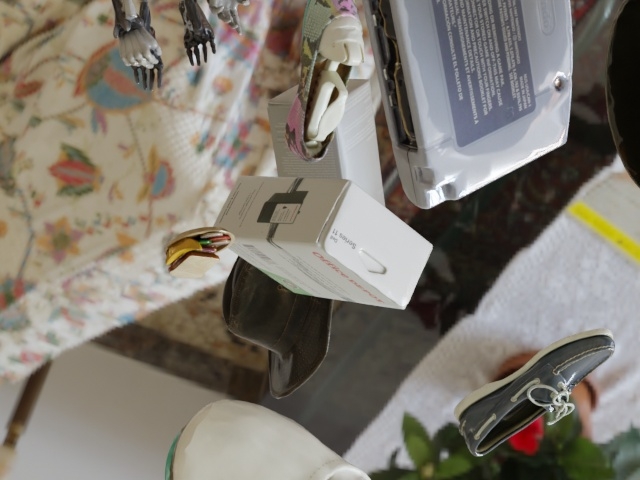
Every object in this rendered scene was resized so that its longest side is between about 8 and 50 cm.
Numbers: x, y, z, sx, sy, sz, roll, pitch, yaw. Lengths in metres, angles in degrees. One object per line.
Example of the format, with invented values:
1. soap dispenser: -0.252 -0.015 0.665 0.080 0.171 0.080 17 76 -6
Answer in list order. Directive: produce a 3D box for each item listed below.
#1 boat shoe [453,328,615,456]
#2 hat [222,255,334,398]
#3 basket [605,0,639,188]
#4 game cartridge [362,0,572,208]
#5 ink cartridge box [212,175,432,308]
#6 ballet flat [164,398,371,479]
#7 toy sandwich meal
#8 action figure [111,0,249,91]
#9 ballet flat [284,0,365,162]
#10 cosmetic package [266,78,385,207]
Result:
1. boat shoe: 0.299 0.209 1.756 0.254 0.079 0.095 -32 141 15
2. hat: -0.078 0.075 2.002 0.134 0.331 0.331 15 138 -20
3. basket: 0.376 -0.145 1.060 0.227 0.154 0.204 -14 148 -10
4. game cartridge: 0.131 -0.196 1.106 0.060 0.196 0.294 25 134 54
5. ink cartridge box: 0.000 0.000 1.447 0.153 0.086 0.208 37 162 -35
6. ballet flat: 0.043 0.255 0.861 0.139 0.139 0.400 -13 123 25
7. toy sandwich meal: -0.130 0.013 1.364 0.086 0.029 0.085 -12 161 -4
8. action figure: -0.165 -0.271 1.446 0.164 0.141 0.275 -21 163 -10
9. ballet flat: 0.012 -0.196 1.510 0.077 0.079 0.221 2 111 -33
10. cosmetic package: 0.014 -0.082 1.667 0.107 0.127 0.238 5 112 24
